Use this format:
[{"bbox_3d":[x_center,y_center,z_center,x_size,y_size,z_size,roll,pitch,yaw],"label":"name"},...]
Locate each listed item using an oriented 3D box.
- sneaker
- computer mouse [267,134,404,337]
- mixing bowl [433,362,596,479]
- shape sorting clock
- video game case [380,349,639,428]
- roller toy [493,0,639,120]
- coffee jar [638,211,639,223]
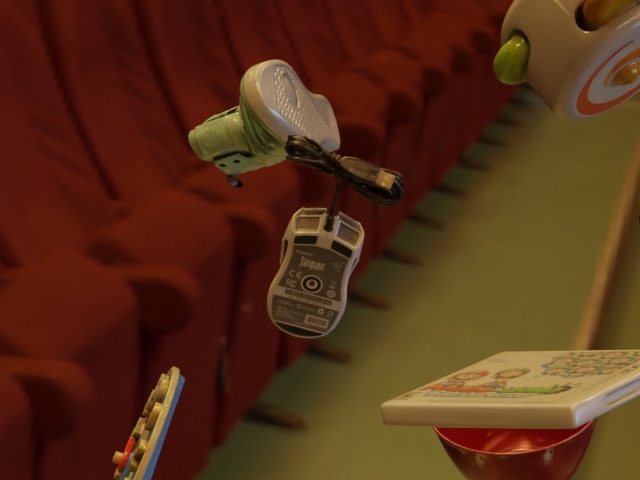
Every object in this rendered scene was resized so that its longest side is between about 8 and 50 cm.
[{"bbox_3d":[-0.078,-0.117,1.913,0.151,0.094,0.256,-16,-11,12],"label":"sneaker"},{"bbox_3d":[0.000,0.000,1.522,0.106,0.193,0.042,16,35,-4],"label":"computer mouse"},{"bbox_3d":[0.208,0.211,1.879,0.182,0.098,0.181,-7,28,4],"label":"mixing bowl"},{"bbox_3d":[-0.184,0.219,1.744,0.040,0.206,0.206,20,14,-4],"label":"shape sorting clock"},{"bbox_3d":[0.144,0.098,1.192,0.157,0.019,0.143,-5,9,43],"label":"video game case"},{"bbox_3d":[0.325,-0.242,2.092,0.191,0.209,0.146,-7,54,-50],"label":"roller toy"},{"bbox_3d":[0.479,-0.058,2.148,0.096,0.184,0.079,41,23,-7],"label":"coffee jar"}]
